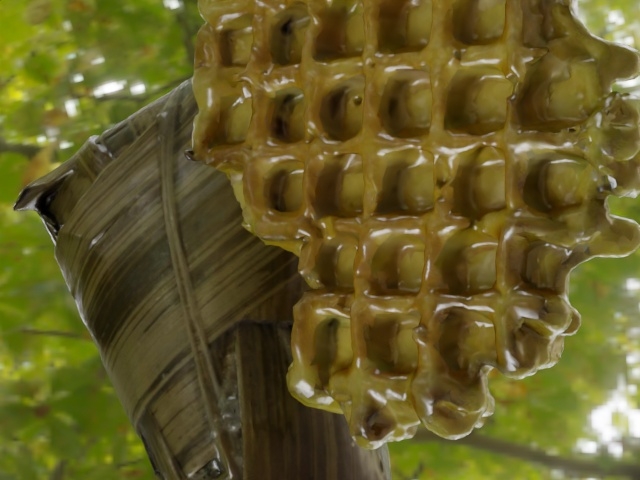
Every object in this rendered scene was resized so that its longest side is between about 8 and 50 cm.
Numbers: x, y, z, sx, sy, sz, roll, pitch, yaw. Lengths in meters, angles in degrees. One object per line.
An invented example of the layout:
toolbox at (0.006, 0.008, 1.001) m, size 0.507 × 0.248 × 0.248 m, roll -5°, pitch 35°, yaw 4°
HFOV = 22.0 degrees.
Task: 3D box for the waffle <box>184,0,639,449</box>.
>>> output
waffle at (0.028, -0.043, 0.755) m, size 0.056 × 0.253 × 0.249 m, roll 3°, pitch -59°, yaw -56°

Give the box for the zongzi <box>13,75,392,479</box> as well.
zongzi at (0.000, 0.000, 0.892) m, size 0.134 × 0.288 × 0.286 m, roll 17°, pitch -141°, yaw -57°
